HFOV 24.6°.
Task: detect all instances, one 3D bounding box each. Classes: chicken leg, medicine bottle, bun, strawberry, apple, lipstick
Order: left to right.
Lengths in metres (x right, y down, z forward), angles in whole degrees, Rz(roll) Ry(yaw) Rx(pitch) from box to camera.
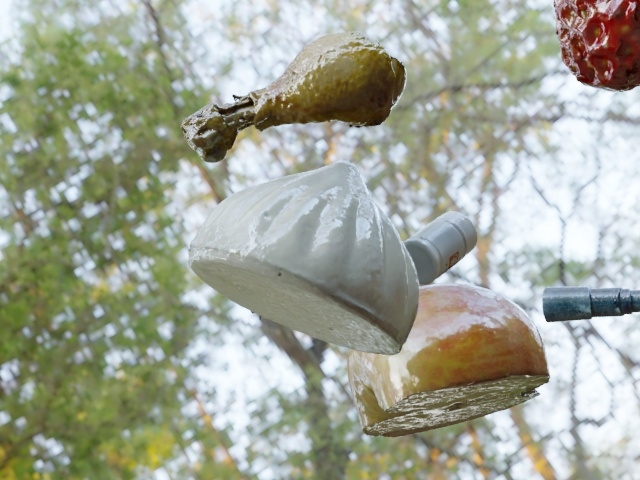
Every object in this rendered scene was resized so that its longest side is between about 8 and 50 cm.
[{"bbox_3d":[-0.030,-0.152,1.590,0.252,0.107,0.087,-21,-32,-1],"label":"chicken leg"},{"bbox_3d":[0.000,0.000,1.588,0.175,0.263,0.263,-67,-28,-12],"label":"bun"},{"bbox_3d":[0.134,0.008,1.675,0.089,0.057,0.057,-35,-23,-44],"label":"medicine bottle"},{"bbox_3d":[0.161,0.143,1.907,0.251,0.163,0.293,-10,-16,-13],"label":"apple"},{"bbox_3d":[0.439,0.091,2.123,0.234,0.053,0.053,-3,-17,28],"label":"lipstick"},{"bbox_3d":[0.352,-0.254,1.668,0.234,0.234,0.178,11,-83,-51],"label":"strawberry"}]
